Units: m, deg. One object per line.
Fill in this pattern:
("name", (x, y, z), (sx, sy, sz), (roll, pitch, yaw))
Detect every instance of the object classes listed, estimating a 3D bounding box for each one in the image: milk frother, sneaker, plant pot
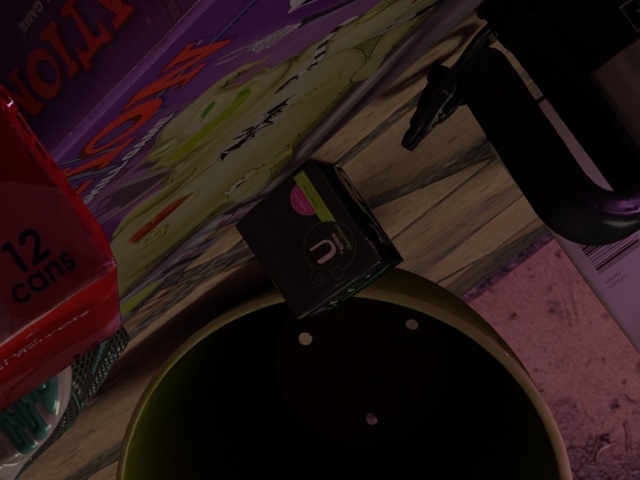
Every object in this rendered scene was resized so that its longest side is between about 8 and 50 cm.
("milk frother", (0.118, -0.053, 0.866), (0.129, 0.135, 0.143), (-33, 173, -14))
("sneaker", (-0.136, 0.078, 0.848), (0.076, 0.065, 0.166), (-35, 177, -46))
("plant pot", (0.025, 0.124, 1.288), (0.274, 0.275, 0.293), (-37, -172, 12))

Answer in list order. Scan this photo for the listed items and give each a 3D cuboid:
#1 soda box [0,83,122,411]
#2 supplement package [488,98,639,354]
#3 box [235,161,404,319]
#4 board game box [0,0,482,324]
("soda box", (-0.167, 0.051, 0.368), (0.263, 0.083, 0.092), (-35, 174, -10))
("supplement package", (0.269, -0.043, 1.439), (0.198, 0.199, 0.262), (-36, 174, 8))
("box", (0.000, 0.000, 0.966), (0.052, 0.062, 0.083), (-35, 174, 9))
("board game box", (-0.047, -0.035, 0.547), (0.208, 0.056, 0.347), (-21, 165, -50))
